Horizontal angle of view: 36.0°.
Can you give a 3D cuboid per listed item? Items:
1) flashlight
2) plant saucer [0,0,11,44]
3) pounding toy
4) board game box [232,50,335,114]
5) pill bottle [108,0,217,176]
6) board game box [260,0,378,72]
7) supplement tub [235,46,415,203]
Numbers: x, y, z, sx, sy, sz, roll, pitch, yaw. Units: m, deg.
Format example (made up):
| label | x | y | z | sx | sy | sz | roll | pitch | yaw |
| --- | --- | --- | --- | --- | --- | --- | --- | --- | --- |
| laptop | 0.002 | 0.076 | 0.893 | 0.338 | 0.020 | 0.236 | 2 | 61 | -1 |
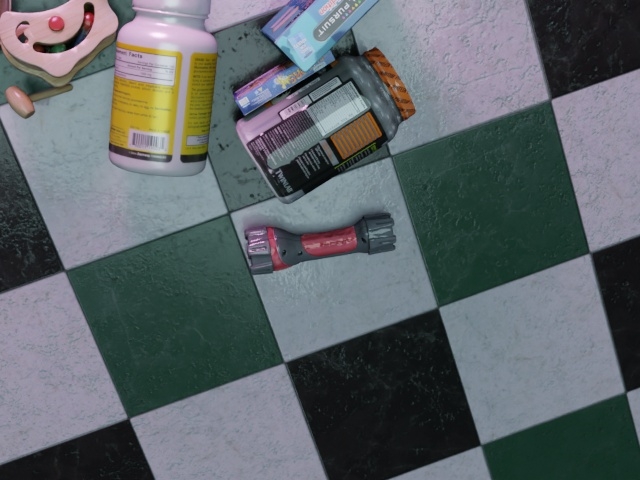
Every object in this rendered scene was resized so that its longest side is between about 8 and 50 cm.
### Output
| label | x | y | z | sx | sy | sz | roll | pitch | yaw |
| --- | --- | --- | --- | --- | --- | --- | --- | --- | --- |
| flashlight | 0.000 | 0.000 | 2.008 | 0.304 | 0.103 | 0.103 | -10 | 111 | -4 |
| plant saucer | -0.728 | -0.448 | 1.816 | 0.311 | 0.050 | 0.310 | -2 | 105 | -8 |
| pounding toy | -0.507 | -0.365 | 1.838 | 0.154 | 0.155 | 0.269 | 45 | 74 | -5 |
| board game box | -0.073 | -0.315 | 1.895 | 0.201 | 0.136 | 0.035 | -31 | 106 | 2 |
| pill bottle | -0.291 | -0.299 | 1.843 | 0.188 | 0.188 | 0.333 | 6 | 104 | -9 |
| board game box | 0.018 | -0.430 | 1.772 | 0.254 | 0.336 | 0.079 | -44 | 106 | 6 |
| supplement tub | 0.012 | -0.226 | 1.901 | 0.316 | 0.193 | 0.193 | -31 | 107 | 1 |
